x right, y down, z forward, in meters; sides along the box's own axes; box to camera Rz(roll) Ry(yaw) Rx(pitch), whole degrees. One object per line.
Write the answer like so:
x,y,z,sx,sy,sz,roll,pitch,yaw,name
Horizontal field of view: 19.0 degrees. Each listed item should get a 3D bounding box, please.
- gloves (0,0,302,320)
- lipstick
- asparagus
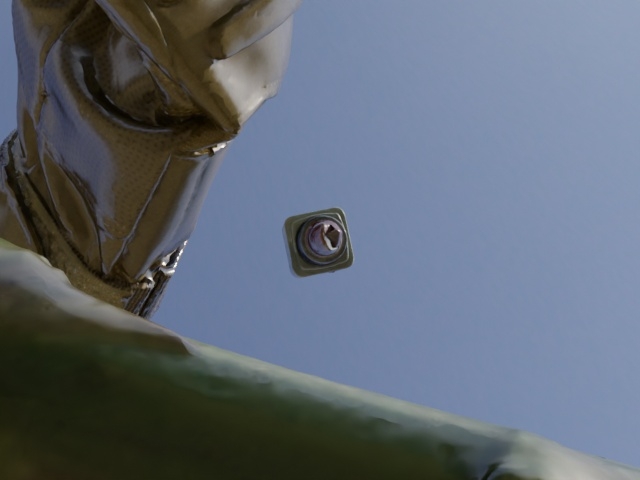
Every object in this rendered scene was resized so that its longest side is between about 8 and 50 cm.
-0.077,-0.107,0.818,0.141,0.154,0.331,18,-59,2,gloves
0.000,0.000,0.758,0.025,0.107,0.025,-12,-92,-4,lipstick
0.011,0.073,0.534,0.343,0.085,0.082,17,-75,5,asparagus
